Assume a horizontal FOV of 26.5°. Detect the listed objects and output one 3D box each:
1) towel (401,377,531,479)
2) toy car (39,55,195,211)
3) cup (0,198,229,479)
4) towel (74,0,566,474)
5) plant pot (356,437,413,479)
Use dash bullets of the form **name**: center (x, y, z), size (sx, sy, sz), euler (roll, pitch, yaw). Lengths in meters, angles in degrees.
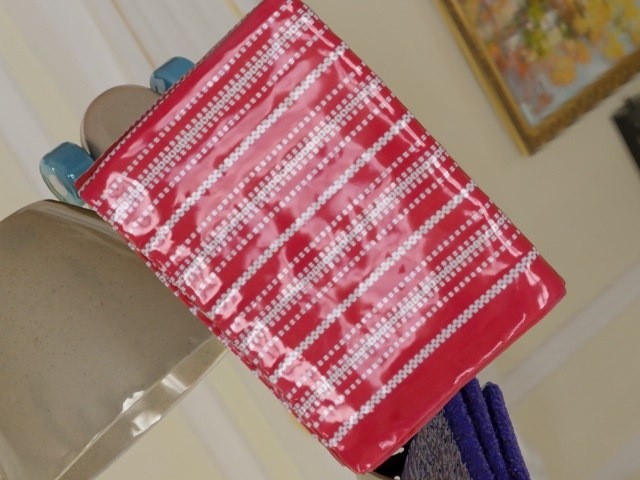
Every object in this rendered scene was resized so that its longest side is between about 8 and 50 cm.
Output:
- **towel**: center (0.133, 0.297, 1.295), size (0.076, 0.308, 0.227), euler (1, -145, -15)
- **toy car**: center (-0.207, -0.059, 1.641), size (0.219, 0.210, 0.238), euler (-44, 175, -28)
- **cup**: center (-0.260, 0.098, 1.400), size (0.331, 0.237, 0.331), euler (-44, 174, -6)
- **towel**: center (0.000, 0.000, 0.877), size (0.199, 0.275, 0.031), euler (-42, -173, 13)
- **plant pot**: center (0.103, 0.243, 1.564), size (0.167, 0.165, 0.167), euler (-2, -127, 2)
